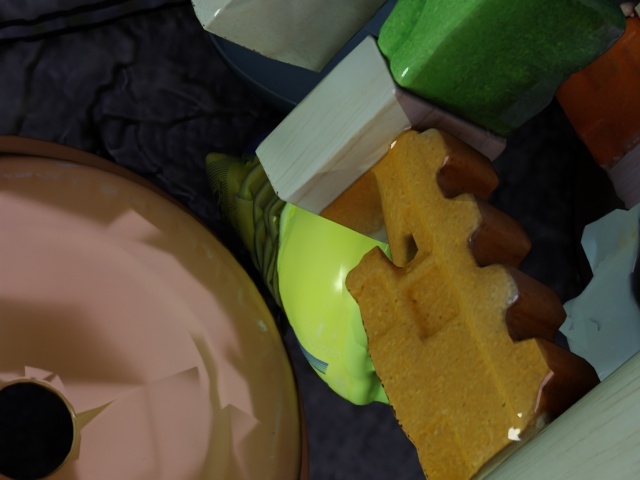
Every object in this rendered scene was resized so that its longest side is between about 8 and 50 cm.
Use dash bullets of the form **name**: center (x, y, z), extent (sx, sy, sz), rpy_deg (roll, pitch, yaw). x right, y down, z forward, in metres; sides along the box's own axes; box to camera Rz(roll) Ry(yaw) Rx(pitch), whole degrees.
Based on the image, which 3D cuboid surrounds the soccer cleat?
- **soccer cleat**: center (-0.001, 0.001, 0.779), extent (0.121, 0.289, 0.093), rpy_deg (27, 93, 1)

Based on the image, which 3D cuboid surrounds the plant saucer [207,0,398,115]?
- **plant saucer**: center (0.001, -0.087, 0.875), extent (0.119, 0.119, 0.021), rpy_deg (11, 131, -14)

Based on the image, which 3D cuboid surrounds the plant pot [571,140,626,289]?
- **plant pot**: center (0.277, -0.017, 0.871), extent (0.263, 0.229, 0.263), rpy_deg (-1, 92, -14)

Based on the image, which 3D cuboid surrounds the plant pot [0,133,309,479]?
- **plant pot**: center (-0.128, 0.086, 0.762), extent (0.290, 0.203, 0.291), rpy_deg (3, 80, -15)

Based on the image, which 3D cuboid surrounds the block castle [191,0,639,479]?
- **block castle**: center (0.132, -0.078, 0.643), extent (0.303, 0.453, 0.213), rpy_deg (21, 125, -43)
